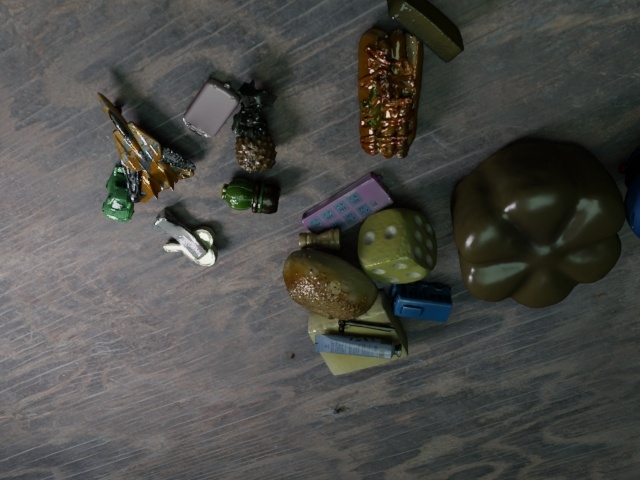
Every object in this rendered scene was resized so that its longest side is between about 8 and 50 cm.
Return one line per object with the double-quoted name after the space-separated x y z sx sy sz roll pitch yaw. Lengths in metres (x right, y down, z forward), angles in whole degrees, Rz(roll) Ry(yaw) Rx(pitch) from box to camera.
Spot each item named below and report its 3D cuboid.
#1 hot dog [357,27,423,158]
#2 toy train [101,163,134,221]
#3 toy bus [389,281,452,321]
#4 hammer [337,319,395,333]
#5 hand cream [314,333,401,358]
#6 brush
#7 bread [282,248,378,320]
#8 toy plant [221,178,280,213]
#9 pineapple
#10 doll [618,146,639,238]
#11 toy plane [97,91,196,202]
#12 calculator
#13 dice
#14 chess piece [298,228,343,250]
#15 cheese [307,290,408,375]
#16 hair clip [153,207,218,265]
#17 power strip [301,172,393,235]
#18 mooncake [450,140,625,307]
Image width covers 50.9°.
0.166 -0.350 1.656 0.158 0.117 0.349 7 130 8 "hot dog"
-0.555 -0.130 1.873 0.099 0.149 0.081 12 172 -12 "toy train"
0.312 0.190 2.102 0.184 0.106 0.090 7 131 -4 "toy bus"
0.142 0.266 2.077 0.178 0.021 0.065 7 122 -1 "hammer"
0.117 0.331 2.105 0.271 0.058 0.091 4 136 4 "hand cream"
0.238 -0.499 1.537 0.197 0.123 0.059 32 127 -21 "brush"
0.024 0.141 1.967 0.305 0.159 0.305 18 165 5 "bread"
-0.195 -0.125 1.875 0.162 0.093 0.093 9 129 -1 "toy plant"
-0.170 -0.296 1.726 0.111 0.119 0.237 17 133 22 "pineapple"
0.890 -0.117 1.706 0.240 0.310 0.284 -12 128 14 "doll"
-0.489 -0.257 1.772 0.204 0.103 0.316 -28 114 5 "toy plane"
-0.283 -0.340 1.739 0.100 0.032 0.175 30 123 -21 "calculator"
0.217 0.017 1.893 0.169 0.169 0.166 -15 149 36 "dice"
0.000 0.000 1.940 0.122 0.066 0.066 -3 129 11 "chess piece"
0.124 0.304 2.189 0.265 0.124 0.242 -18 120 16 "cheese"
-0.401 0.000 1.995 0.159 0.071 0.218 -34 115 29 "hair clip"
0.075 -0.090 1.926 0.279 0.037 0.109 -30 121 24 "power strip"
0.581 -0.030 1.819 0.467 0.262 0.467 -1 129 -1 "mooncake"
